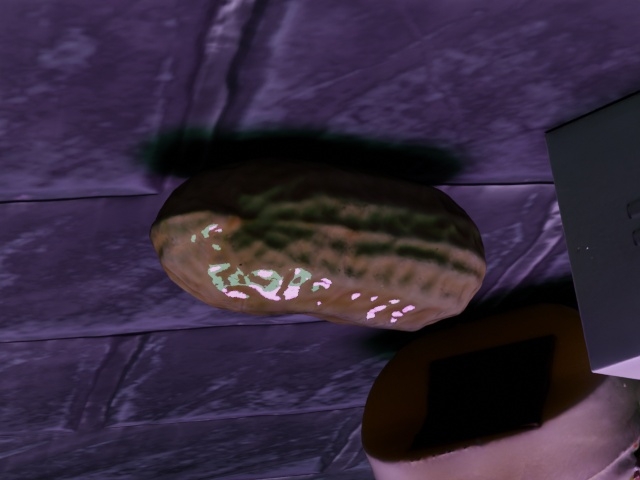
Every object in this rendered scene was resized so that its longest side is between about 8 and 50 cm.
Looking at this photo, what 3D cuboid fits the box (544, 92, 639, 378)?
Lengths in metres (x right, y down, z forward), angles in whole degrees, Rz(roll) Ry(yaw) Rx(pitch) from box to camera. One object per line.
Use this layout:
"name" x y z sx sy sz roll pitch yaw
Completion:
"box" 0.188 -0.012 0.875 0.129 0.130 0.051 -24 157 38

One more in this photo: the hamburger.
"hamburger" 0.129 0.131 1.211 0.210 0.173 0.116 -19 132 26

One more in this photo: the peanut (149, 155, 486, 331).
"peanut" 0.000 0.000 0.909 0.194 0.083 0.093 9 -170 -30
